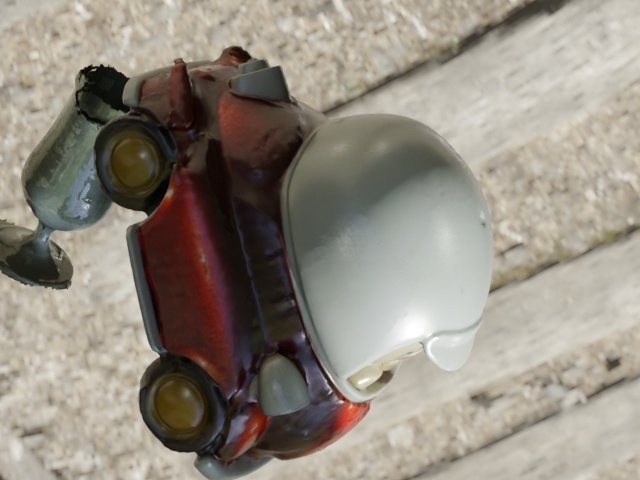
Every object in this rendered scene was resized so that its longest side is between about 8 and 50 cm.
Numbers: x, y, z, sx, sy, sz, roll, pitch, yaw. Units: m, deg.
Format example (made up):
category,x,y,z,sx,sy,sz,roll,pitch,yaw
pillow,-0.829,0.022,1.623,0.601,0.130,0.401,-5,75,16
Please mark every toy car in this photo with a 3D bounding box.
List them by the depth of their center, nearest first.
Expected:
category,x,y,z,sx,sy,sz,roll,pitch,yaw
toy car,0.000,0.000,0.515,0.112,0.112,0.139,-13,97,26

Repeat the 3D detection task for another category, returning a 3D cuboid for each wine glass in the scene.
category,x,y,z,sx,sy,sz,roll,pitch,yaw
wine glass,-0.092,-0.025,0.573,0.039,0.042,0.083,-6,136,-50
